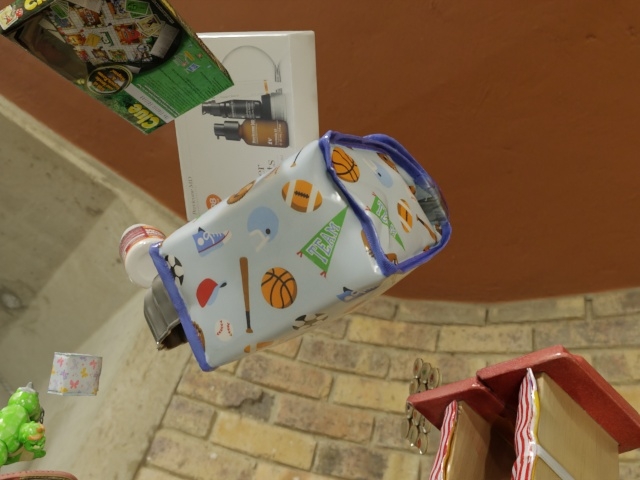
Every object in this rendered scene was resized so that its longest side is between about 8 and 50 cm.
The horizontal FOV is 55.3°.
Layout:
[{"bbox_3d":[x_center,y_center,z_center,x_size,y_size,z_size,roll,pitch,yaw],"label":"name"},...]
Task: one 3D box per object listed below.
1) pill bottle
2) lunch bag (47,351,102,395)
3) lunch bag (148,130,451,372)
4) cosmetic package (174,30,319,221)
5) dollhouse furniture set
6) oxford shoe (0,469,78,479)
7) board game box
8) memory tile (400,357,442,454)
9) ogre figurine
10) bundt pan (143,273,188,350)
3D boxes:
[{"bbox_3d":[-0.420,0.030,1.473,0.121,0.121,0.221,46,-7,-27],"label":"pill bottle"},{"bbox_3d":[-0.411,0.228,1.036,0.053,0.071,0.083,-2,-13,33],"label":"lunch bag"},{"bbox_3d":[0.000,0.000,0.925,0.327,0.385,0.239,-28,-98,26],"label":"lunch bag"},{"bbox_3d":[-0.147,-0.208,1.192,0.284,0.097,0.378,9,-66,29],"label":"cosmetic package"},{"bbox_3d":[0.218,0.280,0.437,0.374,0.201,0.152,44,-48,-12],"label":"dollhouse furniture set"},{"bbox_3d":[-0.549,0.469,0.944,0.348,0.130,0.123,-14,-62,-25],"label":"oxford shoe"},{"bbox_3d":[-0.202,-0.200,0.662,0.136,0.030,0.259,-29,-16,6],"label":"board game box"},{"bbox_3d":[0.171,0.282,1.050,0.012,0.148,0.113,10,1,-12],"label":"memory tile"},{"bbox_3d":[-0.435,0.286,0.842,0.096,0.197,0.118,26,-59,10],"label":"ogre figurine"},{"bbox_3d":[-0.245,0.096,1.333,0.124,0.330,0.331,52,-44,11],"label":"bundt pan"}]
